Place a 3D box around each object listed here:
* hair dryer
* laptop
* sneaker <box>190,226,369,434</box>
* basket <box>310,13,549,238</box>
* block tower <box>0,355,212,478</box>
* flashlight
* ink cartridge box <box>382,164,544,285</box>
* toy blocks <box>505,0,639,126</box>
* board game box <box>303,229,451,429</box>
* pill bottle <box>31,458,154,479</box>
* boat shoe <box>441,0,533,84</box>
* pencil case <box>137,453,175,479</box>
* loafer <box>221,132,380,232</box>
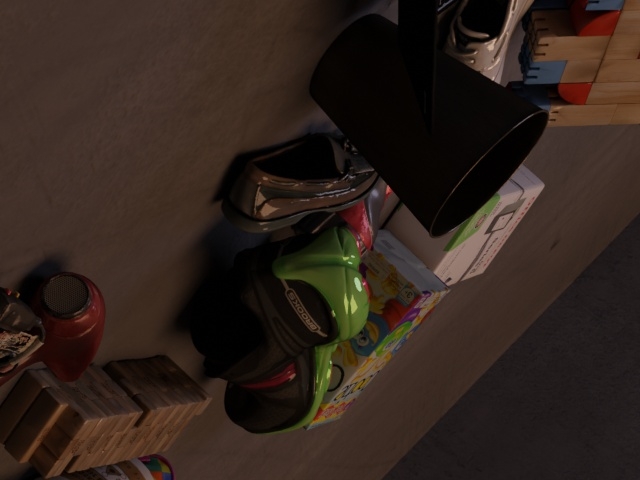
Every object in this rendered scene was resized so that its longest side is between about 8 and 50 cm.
[{"bbox_3d":[-0.321,0.111,1.537,0.224,0.080,0.293,-37,161,18],"label":"hair dryer"},{"bbox_3d":[0.155,-0.292,1.602,0.264,0.136,0.234,-39,148,-28],"label":"laptop"},{"bbox_3d":[-0.077,0.115,1.971,0.202,0.185,0.483,0,150,-13],"label":"sneaker"},{"bbox_3d":[0.113,-0.145,1.732,0.204,0.227,0.154,-41,161,-22],"label":"basket"},{"bbox_3d":[-0.258,0.209,1.817,0.097,0.091,0.335,-52,162,14],"label":"block tower"},{"bbox_3d":[0.102,-0.086,2.037,0.304,0.103,0.103,-43,161,-14],"label":"flashlight"},{"bbox_3d":[0.223,-0.036,2.407,0.198,0.115,0.273,-56,161,23],"label":"ink cartridge box"},{"bbox_3d":[0.376,-0.276,1.988,0.261,0.190,0.381,-2,147,-9],"label":"toy blocks"},{"bbox_3d":[0.041,0.132,2.254,0.275,0.142,0.144,-50,164,16],"label":"board game box"},{"bbox_3d":[-0.319,0.355,1.908,0.131,0.131,0.229,-57,161,23],"label":"pill bottle"},{"bbox_3d":[0.200,-0.268,1.933,0.084,0.095,0.258,-15,132,-54],"label":"boat shoe"},{"bbox_3d":[-0.278,0.397,2.161,0.104,0.104,0.236,-32,158,-42],"label":"pencil case"},{"bbox_3d":[-0.006,-0.085,1.807,0.267,0.096,0.084,-27,146,-45],"label":"loafer"}]
